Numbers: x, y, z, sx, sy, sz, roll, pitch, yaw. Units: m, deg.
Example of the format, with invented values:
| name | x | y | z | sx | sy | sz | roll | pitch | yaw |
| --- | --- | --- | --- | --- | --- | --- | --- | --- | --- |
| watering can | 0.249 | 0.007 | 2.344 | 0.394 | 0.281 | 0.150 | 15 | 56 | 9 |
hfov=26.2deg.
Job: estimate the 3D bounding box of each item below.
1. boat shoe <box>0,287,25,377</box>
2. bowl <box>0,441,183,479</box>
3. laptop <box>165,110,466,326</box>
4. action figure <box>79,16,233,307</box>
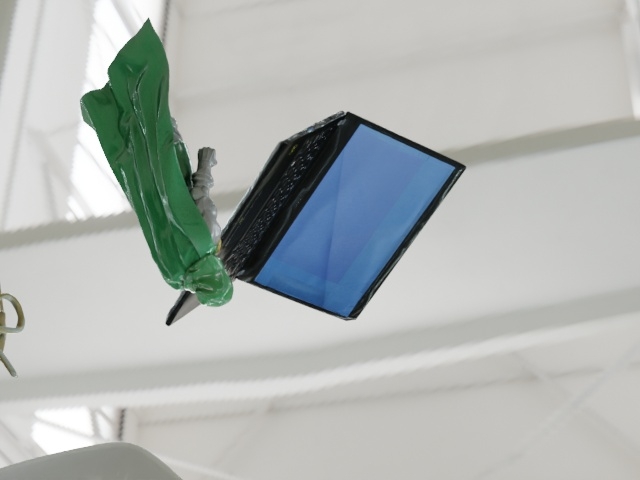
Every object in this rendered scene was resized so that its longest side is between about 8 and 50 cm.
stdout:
| name | x | y | z | sx | sy | sz | roll | pitch | yaw |
| --- | --- | --- | --- | --- | --- | --- | --- | --- | --- |
| boat shoe | -0.275 | 0.024 | 0.976 | 0.089 | 0.105 | 0.285 | -36 | -124 | 22 |
| bowl | -0.117 | 0.169 | 0.682 | 0.142 | 0.053 | 0.142 | -11 | -141 | -41 |
| laptop | 0.000 | 0.000 | 1.403 | 0.137 | 0.264 | 0.234 | 37 | -66 | 7 |
| action figure | -0.121 | -0.045 | 1.104 | 0.064 | 0.137 | 0.232 | -4 | -120 | -34 |
